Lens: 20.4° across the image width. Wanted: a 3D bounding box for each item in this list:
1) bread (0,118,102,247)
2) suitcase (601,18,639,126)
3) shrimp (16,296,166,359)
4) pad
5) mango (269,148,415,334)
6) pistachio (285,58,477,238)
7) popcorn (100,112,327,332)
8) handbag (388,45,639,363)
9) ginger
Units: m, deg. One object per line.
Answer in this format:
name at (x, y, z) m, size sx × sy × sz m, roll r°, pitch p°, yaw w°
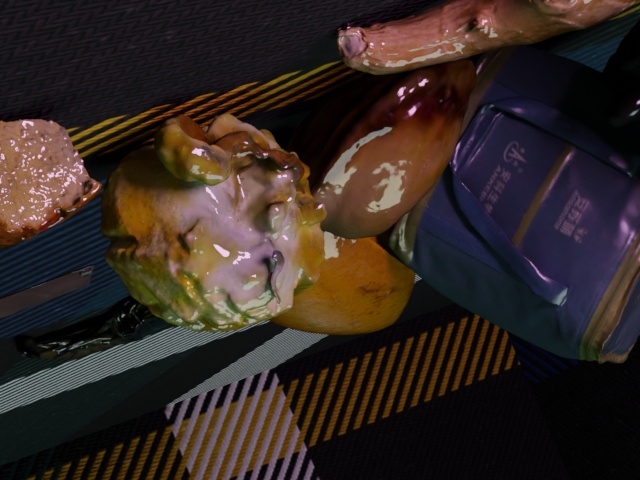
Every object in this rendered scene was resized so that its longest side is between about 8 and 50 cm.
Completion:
bread at (-0.246, -0.030, 1.253) m, size 0.125 × 0.086 × 0.156 m, roll -27°, pitch 170°, yaw 36°
suitcase at (0.421, -0.203, 1.442) m, size 0.339 × 0.188 × 0.345 m, roll -44°, pitch 179°, yaw -18°
shrimp at (-0.272, 0.107, 2.204) m, size 0.198 × 0.051 × 0.262 m, roll -14°, pitch 171°, yaw -45°
pad at (-0.338, 0.072, 1.949) m, size 0.188 × 0.006 × 0.113 m, roll -21°, pitch 172°, yaw -13°
mango at (0.000, 0.000, 1.792) m, size 0.199 × 0.201 × 0.350 m, roll -51°, pitch 162°, yaw 0°
pistachio at (0.054, -0.090, 1.565) m, size 0.210 × 0.130 × 0.165 m, roll -43°, pitch 168°, yaw 25°
popcorn at (-0.089, -0.022, 1.471) m, size 0.198 × 0.198 × 0.212 m, roll -19°, pitch 138°, yaw -23°
handbag at (0.229, -0.035, 1.709) m, size 0.263 × 0.241 × 0.222 m, roll -63°, pitch 163°, yaw 2°
ginger at (0.175, -0.196, 1.381) m, size 0.334 × 0.081 × 0.148 m, roll -23°, pitch -171°, yaw 13°
